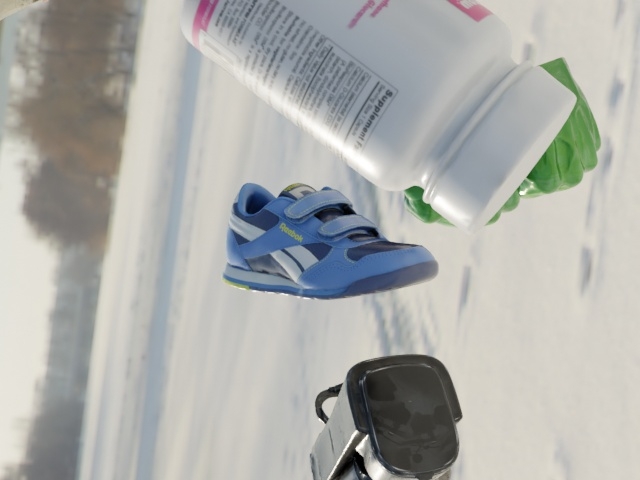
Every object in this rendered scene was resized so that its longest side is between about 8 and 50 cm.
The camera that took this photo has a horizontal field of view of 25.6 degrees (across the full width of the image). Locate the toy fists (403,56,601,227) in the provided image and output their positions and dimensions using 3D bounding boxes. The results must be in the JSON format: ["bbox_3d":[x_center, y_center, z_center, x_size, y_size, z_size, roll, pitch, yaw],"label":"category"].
[{"bbox_3d":[0.199,-0.099,1.573,0.096,0.279,0.142,-26,87,57],"label":"toy fists"}]

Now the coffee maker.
[{"bbox_3d":[0.050,0.182,1.343,0.171,0.120,0.178,52,149,21],"label":"coffee maker"}]

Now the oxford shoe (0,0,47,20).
[{"bbox_3d":[-0.212,-0.231,1.088,0.397,0.146,0.140,-52,28,23],"label":"oxford shoe"}]

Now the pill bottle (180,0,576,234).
[{"bbox_3d":[0.046,-0.141,1.093,0.160,0.283,0.160,-50,-9,-11],"label":"pill bottle"}]

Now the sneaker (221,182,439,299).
[{"bbox_3d":[0.000,0.000,0.751,0.144,0.053,0.059,5,96,42],"label":"sneaker"}]
